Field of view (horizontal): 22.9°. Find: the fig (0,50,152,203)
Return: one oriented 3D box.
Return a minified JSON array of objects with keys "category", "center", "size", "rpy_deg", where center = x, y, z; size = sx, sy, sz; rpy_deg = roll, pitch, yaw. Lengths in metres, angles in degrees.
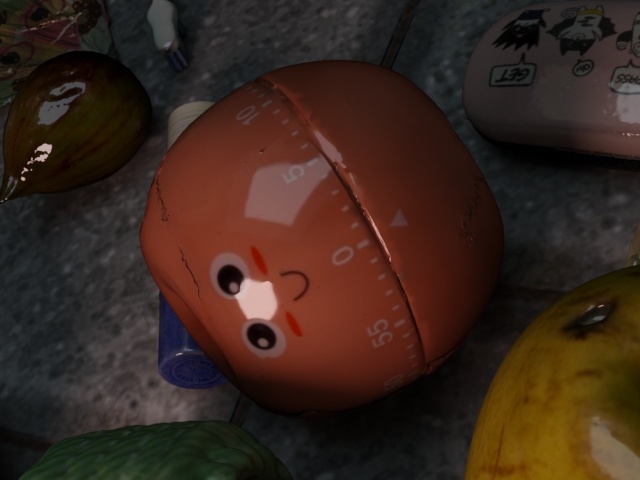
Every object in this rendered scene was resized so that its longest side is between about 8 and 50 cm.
[{"category":"fig","center":[-0.209,-0.083,1.279],"size":[0.109,0.103,0.155],"rpy_deg":[-4,44,48]}]

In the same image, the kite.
[{"category":"kite","center":[-0.285,-0.190,1.444],"size":[0.267,0.013,0.323],"rpy_deg":[16,64,30]}]

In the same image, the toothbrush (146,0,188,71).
[{"category":"toothbrush","center":[-0.160,-0.300,1.447],"size":[0.040,0.040,0.386],"rpy_deg":[-22,51,9]}]

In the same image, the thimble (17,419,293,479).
[{"category":"thimble","center":[-0.091,0.214,0.960],"size":[0.150,0.219,0.219],"rpy_deg":[-7,55,17]}]

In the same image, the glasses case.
[{"category":"glasses case","center":[0.249,-0.107,1.110],"size":[0.314,0.075,0.122],"rpy_deg":[9,67,28]}]

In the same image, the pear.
[{"category":"pear","center":[0.200,0.144,0.843],"size":[0.280,0.281,0.281],"rpy_deg":[-12,54,16]}]

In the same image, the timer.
[{"category":"timer","center":[0.000,0.000,1.049],"size":[0.215,0.230,0.229],"rpy_deg":[-34,51,-5]}]

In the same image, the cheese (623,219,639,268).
[{"category":"cheese","center":[0.240,-0.013,1.026],"size":[0.065,0.043,0.194],"rpy_deg":[22,93,31]}]

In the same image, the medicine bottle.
[{"category":"medicine bottle","center":[-0.091,0.000,1.197],"size":[0.059,0.059,0.231],"rpy_deg":[-12,54,16]}]
